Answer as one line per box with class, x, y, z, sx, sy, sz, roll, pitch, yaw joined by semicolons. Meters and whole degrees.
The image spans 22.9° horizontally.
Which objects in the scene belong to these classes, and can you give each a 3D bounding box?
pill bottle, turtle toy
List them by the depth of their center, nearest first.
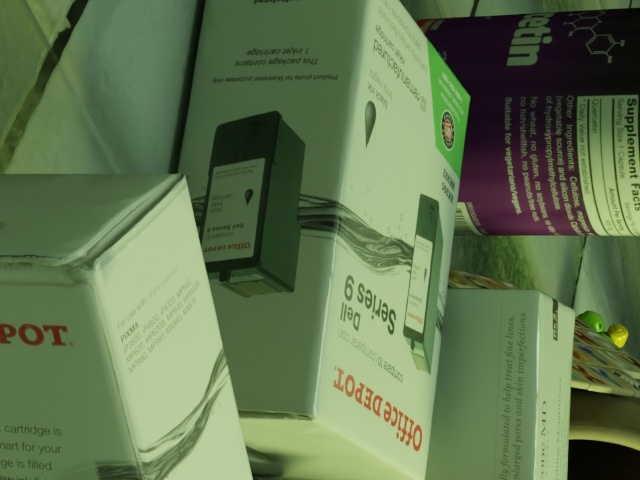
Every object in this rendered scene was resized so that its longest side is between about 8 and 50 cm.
pill bottle;0.207;-0.094;1.261;0.181;0.323;0.181;0;90;-68
turtle toy;0.317;0.136;1.852;0.130;0.066;0.095;-67;171;-48

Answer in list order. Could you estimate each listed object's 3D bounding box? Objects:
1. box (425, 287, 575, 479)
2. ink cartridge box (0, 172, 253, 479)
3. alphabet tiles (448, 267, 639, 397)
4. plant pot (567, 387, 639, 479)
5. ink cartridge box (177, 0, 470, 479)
box;0.084;0.129;1.149;0.119;0.182;0.181;24;68;-66
ink cartridge box;-0.122;0.083;0.689;0.092;0.158;0.218;-52;136;-54
alphabet tiles;0.196;0.079;1.360;0.237;0.198;0.009;13;109;-51
plant pot;0.213;0.199;1.415;0.229;0.263;0.263;-85;163;-58
ink cartridge box;0.000;0.000;1.028;0.211;0.121;0.289;40;54;-61
